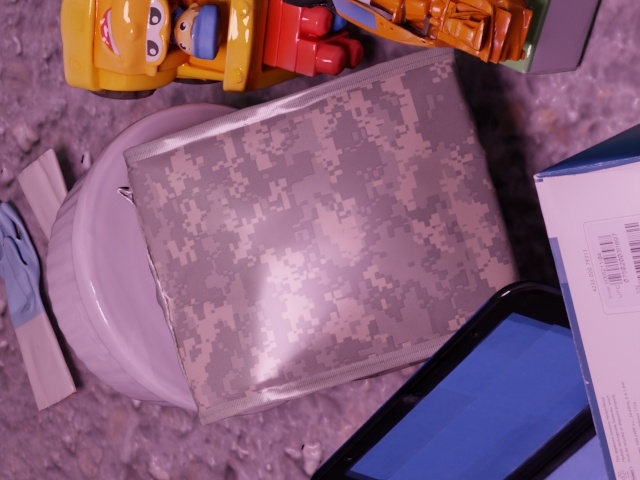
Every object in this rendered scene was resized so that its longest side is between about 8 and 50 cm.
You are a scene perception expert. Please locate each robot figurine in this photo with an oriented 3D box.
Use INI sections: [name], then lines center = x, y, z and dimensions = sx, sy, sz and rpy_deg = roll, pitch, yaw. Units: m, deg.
[robot figurine]
center = 0.045, -0.252, 1.197
dimensions = 0.291, 0.085, 0.211
rpy_deg = 30, 115, 32

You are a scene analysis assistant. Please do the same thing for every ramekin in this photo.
[ramekin]
center = -0.112, 0.024, 1.398
dimensions = 0.127, 0.273, 0.273
rpy_deg = -19, 87, 53

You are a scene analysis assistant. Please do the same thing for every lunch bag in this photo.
[lunch bag]
center = 0.000, 0.000, 1.286
dimensions = 0.287, 0.169, 0.235
rpy_deg = -16, 88, 1

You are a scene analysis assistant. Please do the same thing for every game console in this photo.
[game console]
center = 0.180, 0.196, 1.247
dimensions = 0.250, 0.173, 0.293
rpy_deg = 54, 127, 17

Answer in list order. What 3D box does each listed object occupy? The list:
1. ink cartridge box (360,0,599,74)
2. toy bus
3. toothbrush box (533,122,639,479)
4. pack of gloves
[ink cartridge box]
center = 0.115, -0.243, 1.259
dimensions = 0.219, 0.092, 0.160
rpy_deg = 28, 115, 31
[toy bus]
center = -0.079, -0.184, 1.356
dimensions = 0.211, 0.220, 0.149
rpy_deg = 21, 116, 27
[toothbrush box]
center = 0.280, 0.016, 1.036
dimensions = 0.126, 0.295, 0.216
rpy_deg = -8, 101, 39
[pack of gloves]
center = -0.271, 0.042, 1.676
dimensions = 0.195, 0.046, 0.232
rpy_deg = -30, 77, 50
